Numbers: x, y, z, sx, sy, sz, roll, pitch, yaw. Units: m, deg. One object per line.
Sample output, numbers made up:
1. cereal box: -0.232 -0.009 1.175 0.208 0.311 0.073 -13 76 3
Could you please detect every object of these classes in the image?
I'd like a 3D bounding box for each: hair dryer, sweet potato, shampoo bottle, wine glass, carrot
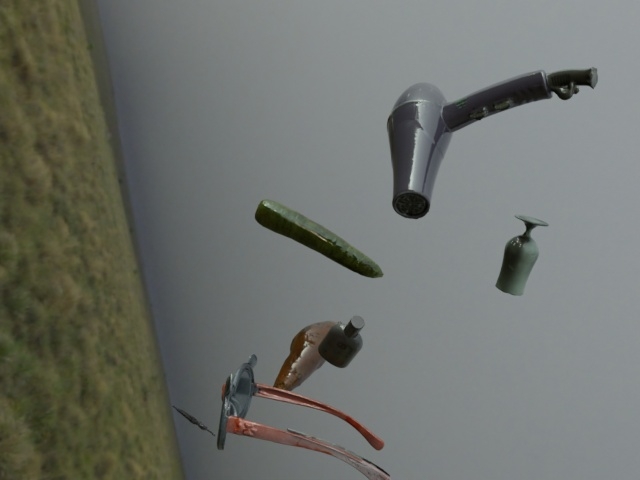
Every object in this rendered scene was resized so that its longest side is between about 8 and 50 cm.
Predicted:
1. hair dryer: 0.269 -0.199 0.990 0.121 0.361 0.301 47 38 -33
2. sweet potato: -0.022 0.275 1.551 0.112 0.359 0.112 8 -72 26
3. shampoo bottle: 0.051 0.216 1.293 0.080 0.040 0.165 35 -41 6
4. wine glass: 0.601 0.045 1.808 0.103 0.103 0.231 -134 -126 -61
5. carrot: 0.000 0.000 1.500 0.074 0.358 0.074 -62 178 -4

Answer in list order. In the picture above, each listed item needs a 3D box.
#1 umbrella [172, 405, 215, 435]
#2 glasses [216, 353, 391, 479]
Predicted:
1. umbrella: -0.264 0.375 1.250 0.122 0.013 0.022 45 -19 -24
2. glasses: -0.021 0.264 0.911 0.234 0.268 0.118 61 40 -86
